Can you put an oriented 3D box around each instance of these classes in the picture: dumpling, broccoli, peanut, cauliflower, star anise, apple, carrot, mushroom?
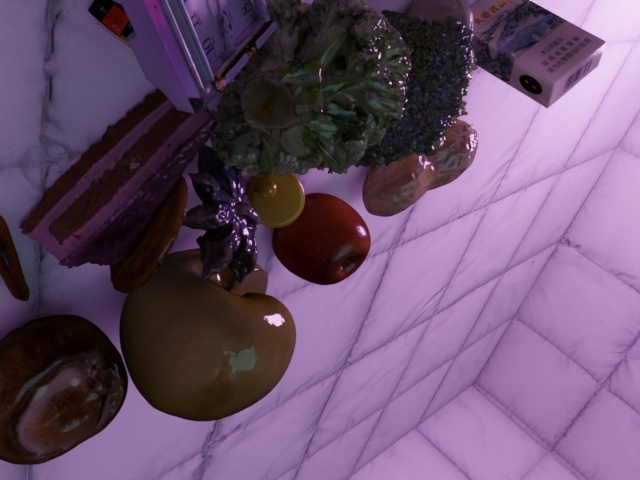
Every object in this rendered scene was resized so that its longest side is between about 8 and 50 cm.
[{"bbox_3d":[0.218,-0.374,1.276,0.118,0.136,0.199,-41,163,-33],"label":"dumpling"},{"bbox_3d":[0.121,-0.242,1.186,0.260,0.288,0.235,49,39,-74],"label":"broccoli"},{"bbox_3d":[0.215,-0.159,1.545,0.313,0.149,0.149,-35,150,-26],"label":"peanut"},{"bbox_3d":[-0.022,-0.204,0.965,0.250,0.272,0.275,-46,151,-69],"label":"cauliflower"},{"bbox_3d":[-0.144,-0.047,1.102,0.081,0.230,0.262,-16,-171,15],"label":"star anise"},{"bbox_3d":[-0.190,0.157,1.178,0.292,0.292,0.254,0,128,-56],"label":"apple"},{"bbox_3d":[0.000,0.000,1.391,0.181,0.168,0.181,-35,155,-19],"label":"apple"},{"bbox_3d":[-0.420,0.031,0.945,0.037,0.037,0.190,-33,150,-29],"label":"carrot"},{"bbox_3d":[-0.414,0.228,1.075,0.253,0.153,0.253,-30,138,-31],"label":"mushroom"}]

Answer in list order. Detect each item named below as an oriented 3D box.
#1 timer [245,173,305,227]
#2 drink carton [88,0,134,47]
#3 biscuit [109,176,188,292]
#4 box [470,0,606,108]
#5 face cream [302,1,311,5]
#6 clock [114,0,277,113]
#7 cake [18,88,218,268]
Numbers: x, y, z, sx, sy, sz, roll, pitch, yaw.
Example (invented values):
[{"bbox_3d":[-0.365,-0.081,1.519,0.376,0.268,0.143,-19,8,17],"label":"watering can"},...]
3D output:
[{"bbox_3d":[-0.079,-0.075,1.238,0.107,0.109,0.107,-4,103,-16],"label":"timer"},{"bbox_3d":[-0.202,-0.248,0.875,0.056,0.071,0.166,-56,151,6],"label":"drink carton"},{"bbox_3d":[-0.248,-0.014,1.006,0.027,0.188,0.188,29,102,-30],"label":"biscuit"},{"bbox_3d":[0.398,-0.386,1.386,0.164,0.256,0.069,-39,152,-21],"label":"box"},{"bbox_3d":[-0.047,-0.253,1.122,0.092,0.058,0.243,-3,122,-49],"label":"face cream"},{"bbox_3d":[-0.146,-0.290,0.786,0.186,0.083,0.253,-57,145,-34],"label":"clock"},{"bbox_3d":[-0.256,-0.084,0.959,0.295,0.116,0.113,-47,155,3],"label":"cake"}]
